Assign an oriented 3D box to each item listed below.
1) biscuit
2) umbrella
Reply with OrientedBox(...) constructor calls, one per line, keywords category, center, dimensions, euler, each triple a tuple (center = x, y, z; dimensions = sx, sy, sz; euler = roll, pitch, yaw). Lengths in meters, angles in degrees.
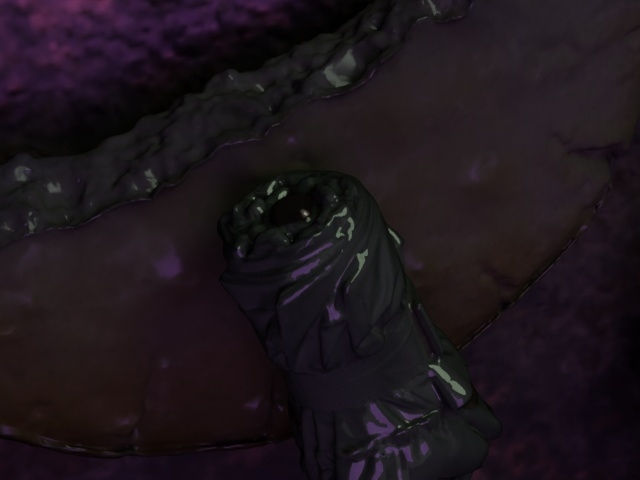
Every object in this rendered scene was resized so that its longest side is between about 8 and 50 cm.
OrientedBox(category="biscuit", center=(0.001, 0.001, 0.480), dimensions=(0.290, 0.038, 0.141), euler=(-27, 125, -12))
OrientedBox(category="umbrella", center=(0.015, 0.043, 0.451), dimensions=(0.067, 0.062, 0.143), euler=(-50, 133, -38))
